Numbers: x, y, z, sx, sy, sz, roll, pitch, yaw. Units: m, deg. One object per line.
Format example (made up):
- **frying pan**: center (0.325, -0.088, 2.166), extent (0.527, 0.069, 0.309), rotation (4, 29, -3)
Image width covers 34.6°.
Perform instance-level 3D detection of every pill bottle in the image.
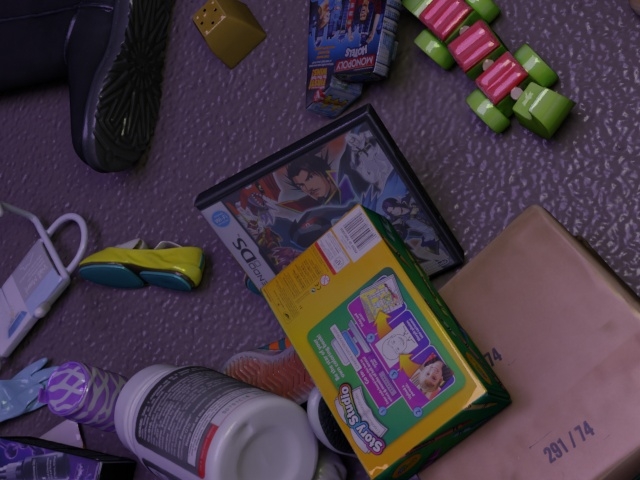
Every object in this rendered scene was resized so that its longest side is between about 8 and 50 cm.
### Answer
- **pill bottle**: center (-0.146, 0.253, 1.349), extent (0.283, 0.161, 0.161), rotation (10, 83, 52)

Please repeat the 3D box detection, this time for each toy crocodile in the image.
- **toy crocodile**: center (0.209, -0.255, 1.371), extent (0.115, 0.105, 0.340), rotation (-43, 61, 14)

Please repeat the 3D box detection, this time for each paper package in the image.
- **paper package**: center (0.251, 0.177, 1.204), extent (0.325, 0.168, 0.309), rotation (-45, 61, 12)

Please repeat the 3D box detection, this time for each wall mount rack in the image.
- **wall mount rack**: center (-0.507, 0.110, 1.656), extent (0.350, 0.130, 0.304), rotation (-50, 48, 13)

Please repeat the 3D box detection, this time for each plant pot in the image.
- **plant pot**: center (-0.152, -0.336, 1.611), extent (0.081, 0.083, 0.081), rotation (-40, 62, 15)

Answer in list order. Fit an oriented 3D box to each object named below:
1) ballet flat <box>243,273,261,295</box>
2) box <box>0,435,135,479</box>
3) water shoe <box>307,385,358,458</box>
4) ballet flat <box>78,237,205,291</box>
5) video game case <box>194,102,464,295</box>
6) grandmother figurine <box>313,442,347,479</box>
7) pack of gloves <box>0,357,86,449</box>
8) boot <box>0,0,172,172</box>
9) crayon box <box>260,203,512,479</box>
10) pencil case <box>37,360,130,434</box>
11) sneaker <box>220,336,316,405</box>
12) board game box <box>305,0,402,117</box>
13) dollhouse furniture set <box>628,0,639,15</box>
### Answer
- **ballet flat**: center (0.000, 0.000, 1.453), extent (0.248, 0.086, 0.086), rotation (-25, 67, 21)
- **box**: center (-0.402, 0.386, 1.544), extent (0.207, 0.108, 0.153), rotation (6, 81, 20)
- **water shoe**: center (0.023, 0.231, 1.301), extent (0.080, 0.203, 0.073), rotation (20, 71, 40)
- **ballet flat**: center (-0.273, 0.034, 1.603), extent (0.231, 0.077, 0.077), rotation (2, 58, 32)
- **video game case**: center (0.012, -0.016, 1.368), extent (0.275, 0.248, 0.035), rotation (-26, 23, 22)
- **grandmother figurine**: center (-0.106, 0.377, 1.401), extent (0.342, 0.104, 0.208), rotation (-32, 71, 22)
- **pack of gloves**: center (-0.491, 0.313, 1.680), extent (0.232, 0.046, 0.195), rotation (-24, 67, 12)
- **boot**: center (-0.484, -0.283, 1.748), extent (0.445, 0.146, 0.367), rotation (2, 69, 26)
- **crayon box**: center (0.068, 0.116, 1.178), extent (0.165, 0.081, 0.278), rotation (-41, 61, 16)
- **pencil case**: center (-0.302, 0.239, 1.490), extent (0.088, 0.206, 0.086), rotation (-14, 58, 30)
- **sneaker**: center (-0.016, 0.174, 1.405), extent (0.302, 0.121, 0.108), rotation (-25, 82, 44)
- **board game box**: center (0.046, -0.275, 1.468), extent (0.194, 0.060, 0.194), rotation (9, 89, 54)
- **dollhouse furniture set**: center (0.301, -0.414, 1.225), extent (0.256, 0.362, 0.394), rotation (-36, 35, 17)
